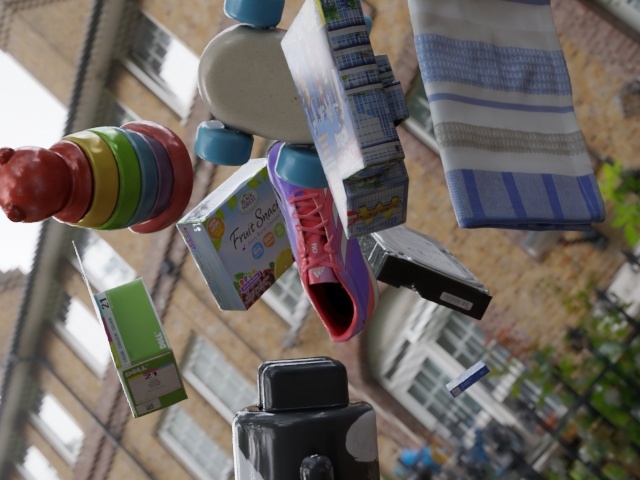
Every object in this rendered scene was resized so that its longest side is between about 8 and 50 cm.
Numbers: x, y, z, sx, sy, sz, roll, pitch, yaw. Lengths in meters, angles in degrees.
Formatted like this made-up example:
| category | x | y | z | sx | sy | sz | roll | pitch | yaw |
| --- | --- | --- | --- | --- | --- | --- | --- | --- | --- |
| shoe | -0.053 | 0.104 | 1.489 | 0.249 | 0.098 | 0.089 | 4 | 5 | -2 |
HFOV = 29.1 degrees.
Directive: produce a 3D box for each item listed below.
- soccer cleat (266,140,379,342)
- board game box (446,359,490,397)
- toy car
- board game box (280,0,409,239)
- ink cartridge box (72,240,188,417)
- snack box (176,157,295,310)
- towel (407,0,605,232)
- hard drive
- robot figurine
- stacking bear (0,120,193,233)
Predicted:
| category | x | y | z | sx | sy | sz | roll | pitch | yaw |
| --- | --- | --- | --- | --- | --- | --- | --- | --- | --- |
| soccer cleat | 0.000 | 0.000 | 1.830 | 0.108 | 0.318 | 0.116 | -13 | 22 | 22 |
| board game box | 0.295 | 0.277 | 2.476 | 0.090 | 0.020 | 0.090 | -36 | -1 | 2 |
| toy car | -0.039 | -0.212 | 1.590 | 0.238 | 0.210 | 0.219 | -68 | -7 | -72 |
| board game box | 0.032 | -0.103 | 1.041 | 0.060 | 0.194 | 0.194 | -17 | 0 | -10 |
| ink cartridge box | -0.308 | 0.132 | 2.003 | 0.097 | 0.189 | 0.255 | -19 | -46 | -11 |
| snack box | -0.120 | -0.012 | 2.037 | 0.207 | 0.070 | 0.175 | -45 | -60 | -41 |
| towel | 0.190 | -0.147 | 1.264 | 0.209 | 0.285 | 0.034 | 1 | -18 | -37 |
| hard drive | 0.171 | 0.032 | 2.392 | 0.064 | 0.236 | 0.339 | -64 | 19 | 10 |
| robot figurine | -0.018 | 0.278 | 1.440 | 0.209 | 0.173 | 0.278 | -2 | -91 | -60 |
| stacking bear | -0.342 | -0.086 | 1.787 | 0.289 | 0.164 | 0.176 | -8 | -87 | -47 |
